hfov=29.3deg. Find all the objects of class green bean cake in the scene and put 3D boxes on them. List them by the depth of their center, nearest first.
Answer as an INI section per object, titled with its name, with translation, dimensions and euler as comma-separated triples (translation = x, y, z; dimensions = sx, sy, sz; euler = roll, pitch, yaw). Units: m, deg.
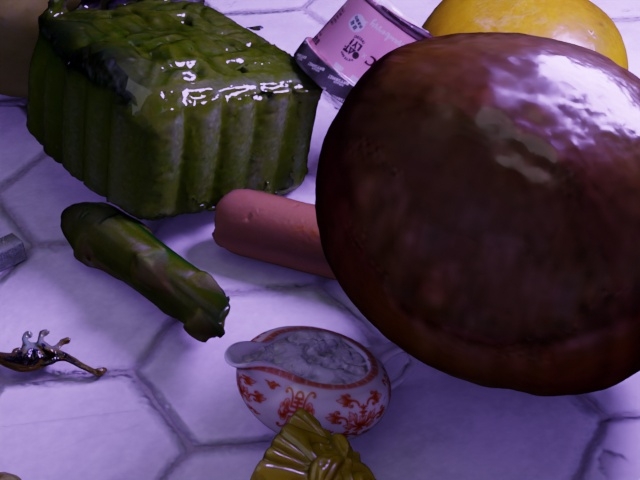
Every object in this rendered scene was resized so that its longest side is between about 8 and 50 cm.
[green bean cake]
translation = -0.190, -0.195, 1.631
dimensions = 0.335, 0.218, 0.319
euler = -19, 41, -40

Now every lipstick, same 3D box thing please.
[lipstick]
translation = -0.433, 0.033, 1.534
dimensions = 0.129, 0.030, 0.030
euler = -28, 44, -30

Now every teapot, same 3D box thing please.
[teapot]
translation = 0.003, 0.147, 1.281
dimensions = 0.246, 0.116, 0.159
euler = -11, 23, -39

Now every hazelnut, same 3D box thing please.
[hazelnut]
translation = 0.194, -0.017, 1.248
dimensions = 0.421, 0.421, 0.352
euler = 6, 70, 12

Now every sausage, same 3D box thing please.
[sausage]
translation = -0.001, 0.001, 1.501
dimensions = 0.289, 0.086, 0.086
euler = 15, 40, 20

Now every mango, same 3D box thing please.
[mango]
translation = 0.262, -0.248, 1.689
dimensions = 0.301, 0.220, 0.445
euler = -20, 37, 18

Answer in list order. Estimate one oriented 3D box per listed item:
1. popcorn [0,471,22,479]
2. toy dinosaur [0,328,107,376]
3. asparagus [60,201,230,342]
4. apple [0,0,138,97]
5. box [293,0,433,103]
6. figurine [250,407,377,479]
[popcorn]
translation = -0.372, 0.282, 0.991
dimensions = 0.274, 0.279, 0.335
euler = -39, 11, 19
[toy dinosaur]
translation = -0.331, 0.126, 1.398
dimensions = 0.180, 0.037, 0.058
euler = 0, 32, 3
[asparagus]
translation = -0.196, 0.038, 1.461
dimensions = 0.343, 0.085, 0.082
euler = 28, 90, 40
[apple]
translation = -0.443, -0.442, 1.789
dimensions = 0.474, 0.473, 0.473
euler = -2, 37, 2
[box]
translation = 0.064, -0.251, 1.611
dimensions = 0.151, 0.135, 0.151
euler = 36, 16, -12
[figurine]
translation = 0.087, 0.290, 1.082
dimensions = 0.315, 0.168, 0.187
euler = 21, 14, 13
